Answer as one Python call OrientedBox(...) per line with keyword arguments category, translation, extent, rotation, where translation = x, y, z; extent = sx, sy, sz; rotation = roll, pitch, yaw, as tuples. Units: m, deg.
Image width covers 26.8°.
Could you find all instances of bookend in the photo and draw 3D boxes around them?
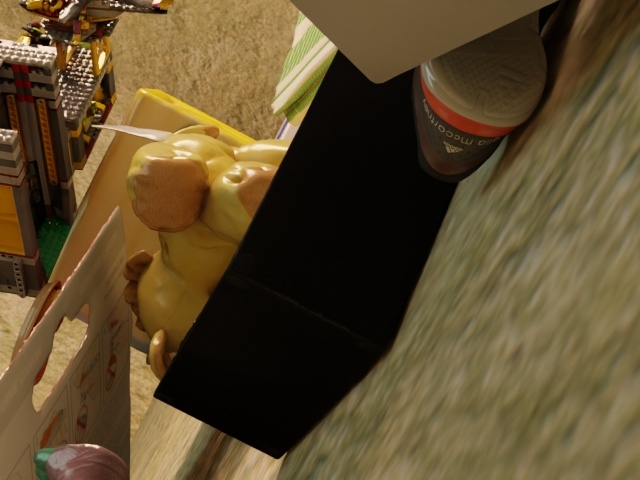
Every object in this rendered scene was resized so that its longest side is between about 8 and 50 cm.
OrientedBox(category="bookend", translation=(0.000, 0.000, 0.633), extent=(0.157, 0.072, 0.156), rotation=(-65, 5, -30))

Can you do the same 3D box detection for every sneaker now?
OrientedBox(category="sneaker", translation=(0.063, -0.086, 0.544), extent=(0.065, 0.061, 0.158), rotation=(113, -179, -49))

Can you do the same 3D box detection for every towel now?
OrientedBox(category="towel", translation=(0.053, -0.275, 1.370), extent=(0.248, 0.038, 0.324), rotation=(-45, 19, 31))

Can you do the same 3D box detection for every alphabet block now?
OrientedBox(category="alphabet block", translation=(-0.115, -0.007, 1.196), extent=(0.197, 0.192, 0.193), rotation=(-61, 7, 4))

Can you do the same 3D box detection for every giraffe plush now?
OrientedBox(category="giraffe plush", translation=(-0.082, 0.013, 0.988), extent=(0.181, 0.210, 0.170), rotation=(-14, -67, -54))

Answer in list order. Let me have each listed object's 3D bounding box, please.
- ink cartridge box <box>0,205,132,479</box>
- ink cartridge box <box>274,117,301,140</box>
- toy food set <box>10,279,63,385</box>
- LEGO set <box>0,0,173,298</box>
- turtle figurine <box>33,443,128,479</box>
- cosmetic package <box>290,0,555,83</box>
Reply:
OrientedBox(category="ink cartridge box", translation=(-0.225, 0.203, 1.005), extent=(0.308, 0.091, 0.384), rotation=(-70, -15, -61))
OrientedBox(category="ink cartridge box", translation=(-0.013, -0.122, 1.492), extent=(0.332, 0.065, 0.165), rotation=(-62, 6, -19))
OrientedBox(category="toy food set", translation=(-0.208, 0.069, 1.001), extent=(0.082, 0.020, 0.083), rotation=(120, 172, -81))
OrientedBox(category="LEGO set", translation=(-0.282, -0.120, 1.036), extent=(0.192, 0.255, 0.331), rotation=(93, -163, -46))
OrientedBox(category="turtle figurine", translation=(-0.130, 0.215, 0.621), extent=(0.234, 0.118, 0.175), rotation=(-65, -35, -48))
OrientedBox(category="cosmetic package", translation=(0.063, -0.262, 0.483), extent=(0.155, 0.197, 0.365), rotation=(-20, 38, 48))
